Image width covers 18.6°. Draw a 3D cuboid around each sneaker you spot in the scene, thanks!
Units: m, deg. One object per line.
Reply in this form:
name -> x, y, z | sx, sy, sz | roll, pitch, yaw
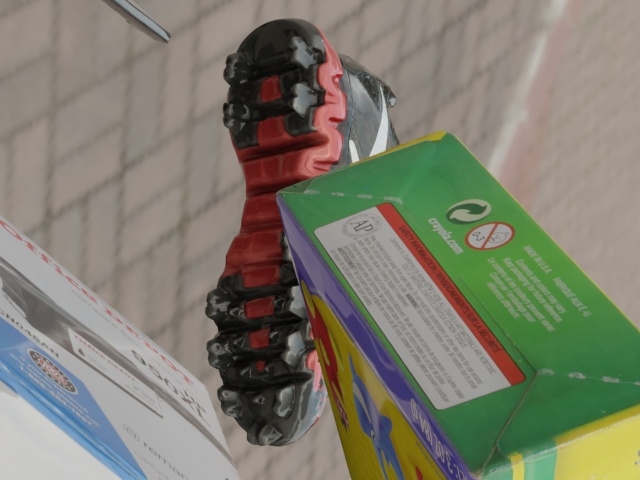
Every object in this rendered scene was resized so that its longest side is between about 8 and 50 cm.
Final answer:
sneaker -> 0.000, 0.000, 1.275 | 0.135, 0.097, 0.276 | 15, 75, -46

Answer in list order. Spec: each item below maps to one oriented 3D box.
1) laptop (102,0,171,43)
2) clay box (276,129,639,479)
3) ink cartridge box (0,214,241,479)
laptop -> -0.250, -0.411, 1.603 | 0.236, 0.408, 0.382 | -49, 166, 3
clay box -> 0.053, 0.099, 0.477 | 0.053, 0.127, 0.222 | -20, 122, -10
ink cartridge box -> -0.209, 0.155, 1.478 | 0.166, 0.285, 0.395 | -46, -160, 4
